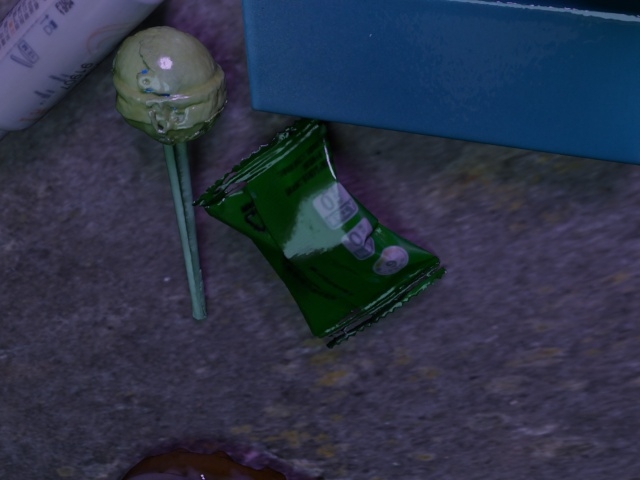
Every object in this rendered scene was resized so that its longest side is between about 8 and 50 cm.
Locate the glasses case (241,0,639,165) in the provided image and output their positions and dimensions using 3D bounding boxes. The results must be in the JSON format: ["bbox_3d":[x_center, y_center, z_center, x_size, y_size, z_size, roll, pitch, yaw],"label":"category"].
[{"bbox_3d":[0.094,-0.138,0.589,0.301,0.070,0.117,10,131,13],"label":"glasses case"}]

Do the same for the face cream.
[{"bbox_3d":[-0.240,-0.163,0.689,0.269,0.082,0.082,-30,108,35],"label":"face cream"}]

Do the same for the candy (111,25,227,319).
[{"bbox_3d":[-0.128,-0.039,0.742,0.093,0.092,0.335,-13,134,-17],"label":"candy"}]

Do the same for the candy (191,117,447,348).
[{"bbox_3d":[-0.002,0.003,0.712,0.141,0.078,0.203,-28,114,34],"label":"candy"}]

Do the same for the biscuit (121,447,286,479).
[{"bbox_3d":[-0.097,0.391,0.984,0.366,0.115,0.268,32,129,-3],"label":"biscuit"}]
